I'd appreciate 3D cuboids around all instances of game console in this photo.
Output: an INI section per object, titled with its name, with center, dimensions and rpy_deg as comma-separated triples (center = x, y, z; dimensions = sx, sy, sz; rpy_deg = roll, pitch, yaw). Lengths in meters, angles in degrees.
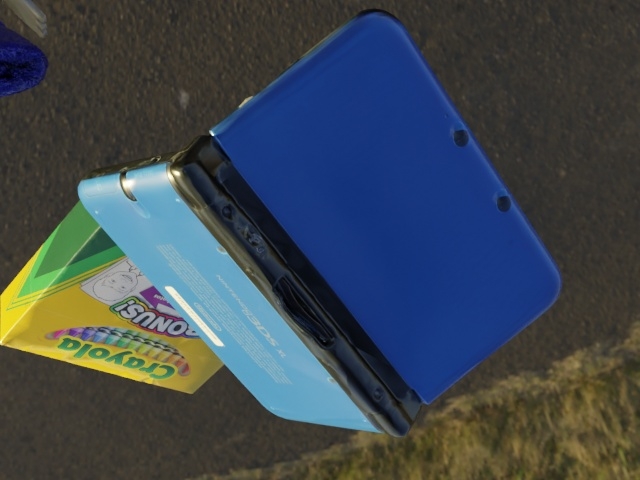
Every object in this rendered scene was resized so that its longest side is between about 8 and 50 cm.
[game console]
center = 0.000, 0.000, 0.765
dimensions = 0.250, 0.173, 0.293
rpy_deg = -4, 131, 50

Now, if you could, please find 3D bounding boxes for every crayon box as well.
[crayon box]
center = -0.262, 0.083, 1.504
dimensions = 0.363, 0.106, 0.313
rpy_deg = 23, 124, -37

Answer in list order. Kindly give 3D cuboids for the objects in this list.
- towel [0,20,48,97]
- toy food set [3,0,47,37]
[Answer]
[towel]
center = -0.456, -0.220, 1.089
dimensions = 0.228, 0.308, 0.076
rpy_deg = -17, 118, -25
[toy food set]
center = -0.163, -0.187, 0.466
dimensions = 0.132, 0.038, 0.192
rpy_deg = 46, 161, -3
